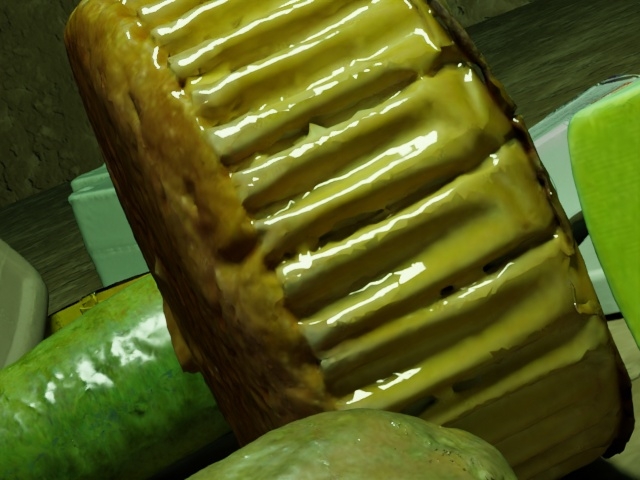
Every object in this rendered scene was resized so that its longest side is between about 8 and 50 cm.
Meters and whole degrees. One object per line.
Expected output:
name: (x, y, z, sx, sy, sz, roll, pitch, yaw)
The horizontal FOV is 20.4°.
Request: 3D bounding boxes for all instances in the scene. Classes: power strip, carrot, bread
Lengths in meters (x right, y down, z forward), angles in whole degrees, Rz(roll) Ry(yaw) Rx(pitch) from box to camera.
power strip: (-0.091, -0.057, 1.371, 0.229, 0.141, 0.261, -28, 12, -37)
carrot: (-0.171, 0.109, 0.714, 0.358, 0.074, 0.074, -28, 9, -5)
bread: (0.000, 0.000, 0.531, 0.104, 0.199, 0.199, -28, 9, -10)

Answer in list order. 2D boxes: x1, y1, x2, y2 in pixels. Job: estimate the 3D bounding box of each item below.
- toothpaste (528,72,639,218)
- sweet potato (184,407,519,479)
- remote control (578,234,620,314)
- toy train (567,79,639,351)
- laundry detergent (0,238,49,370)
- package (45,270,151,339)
toothpaste: (0.089, -0.018, 0.847, 0.196, 0.047, 0.040, -33, 2, -26)
sweet potato: (-0.064, 0.119, 0.397, 0.273, 0.075, 0.075, -30, 10, -17)
remote control: (0.168, -0.017, 0.796, 0.077, 0.022, 0.245, -16, 9, 29)
toy train: (0.266, -0.073, 0.498, 0.369, 0.150, 0.237, -27, 3, -39)
laundry detergent: (-0.235, 0.107, 0.839, 0.237, 0.076, 0.171, -37, 25, 23)
package: (-0.074, 0.052, 0.829, 0.047, 0.071, 0.131, -34, 11, -30)
